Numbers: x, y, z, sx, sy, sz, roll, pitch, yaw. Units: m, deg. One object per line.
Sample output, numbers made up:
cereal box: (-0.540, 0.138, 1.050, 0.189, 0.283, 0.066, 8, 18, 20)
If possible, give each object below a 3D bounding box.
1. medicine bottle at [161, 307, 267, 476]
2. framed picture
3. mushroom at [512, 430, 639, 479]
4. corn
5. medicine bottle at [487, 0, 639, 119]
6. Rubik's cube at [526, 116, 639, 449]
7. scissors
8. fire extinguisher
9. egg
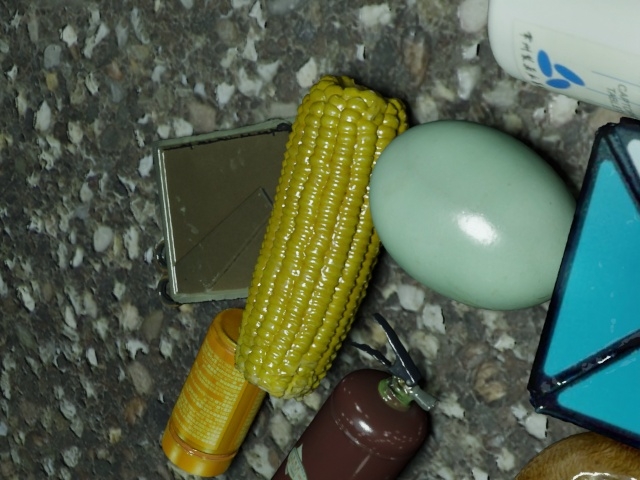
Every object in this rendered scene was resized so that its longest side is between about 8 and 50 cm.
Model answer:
medicine bottle: (-0.116, 0.181, 1.604, 0.096, 0.096, 0.192, 41, 122, 26)
framed picture: (-0.084, -0.033, 1.575, 0.281, 0.019, 0.209, -5, 93, 37)
mushroom: (0.279, 0.300, 1.262, 0.253, 0.153, 0.253, 1, 91, 28)
corn: (0.000, 0.000, 1.431, 0.131, 0.131, 0.345, 24, 103, 33)
medicine bottle: (0.303, -0.183, 1.149, 0.293, 0.170, 0.170, 23, 112, 34)
Rubik's cube: (0.350, 0.054, 1.083, 0.248, 0.250, 0.246, 18, 97, 38)
scissors: (-0.119, 0.047, 1.634, 0.220, 0.017, 0.088, 6, 100, 37)
fire extinguisher: (0.021, 0.237, 1.488, 0.135, 0.114, 0.337, 41, 121, 11)
egg: (0.150, -0.024, 1.303, 0.231, 0.168, 0.168, 33, 118, 26)
